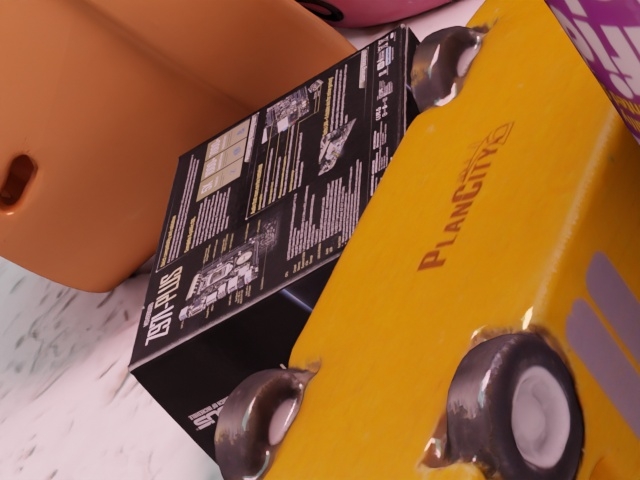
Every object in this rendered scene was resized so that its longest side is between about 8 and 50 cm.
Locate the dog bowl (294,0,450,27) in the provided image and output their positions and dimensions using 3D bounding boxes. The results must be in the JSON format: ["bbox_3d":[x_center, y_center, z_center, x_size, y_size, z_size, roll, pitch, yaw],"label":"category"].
[{"bbox_3d":[0.084,-0.305,1.006,0.408,0.150,0.408,-31,27,18],"label":"dog bowl"}]

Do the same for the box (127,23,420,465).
[{"bbox_3d":[0.000,0.000,0.719,0.147,0.077,0.180,-29,28,20],"label":"box"}]

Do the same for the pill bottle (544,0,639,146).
[{"bbox_3d":[0.147,-0.089,0.418,0.169,0.301,0.169,-30,27,17],"label":"pill bottle"}]

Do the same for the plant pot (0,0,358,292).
[{"bbox_3d":[-0.151,-0.107,0.885,0.203,0.291,0.291,-55,26,5],"label":"plant pot"}]

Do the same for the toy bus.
[{"bbox_3d":[0.086,0.007,0.540,0.108,0.130,0.333,-13,37,41],"label":"toy bus"}]
